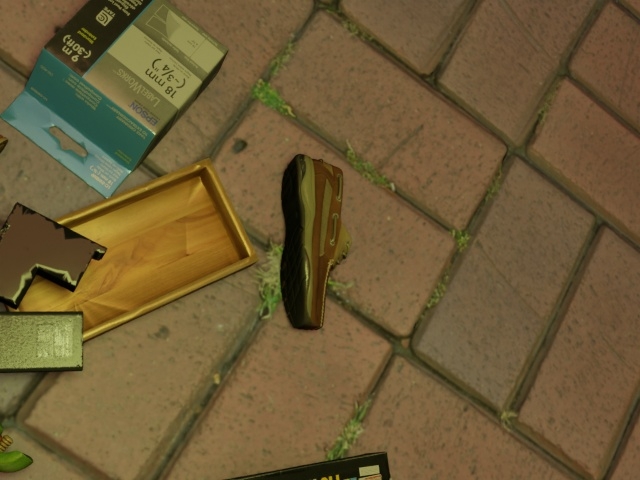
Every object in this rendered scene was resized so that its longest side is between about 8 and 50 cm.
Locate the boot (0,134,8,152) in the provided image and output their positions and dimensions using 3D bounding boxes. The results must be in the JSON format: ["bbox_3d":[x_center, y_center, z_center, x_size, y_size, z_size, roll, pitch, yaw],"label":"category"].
[{"bbox_3d":[-0.631,-0.166,1.450,0.197,0.073,0.152,-34,86,-26],"label":"boot"}]

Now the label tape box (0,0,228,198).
[{"bbox_3d":[-0.357,-0.278,1.557,0.240,0.106,0.334,38,67,-7],"label":"label tape box"}]

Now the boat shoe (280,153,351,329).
[{"bbox_3d":[0.000,0.000,1.613,0.120,0.122,0.324,6,76,-22],"label":"boat shoe"}]

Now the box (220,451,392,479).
[{"bbox_3d":[-0.011,0.501,1.467,0.322,0.079,0.257,-1,75,-36],"label":"box"}]

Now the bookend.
[{"bbox_3d":[-0.442,0.049,1.386,0.157,0.072,0.156,28,70,-13],"label":"bookend"}]

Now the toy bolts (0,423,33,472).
[{"bbox_3d":[-0.572,0.291,1.302,0.228,0.218,0.158,43,72,14],"label":"toy bolts"}]

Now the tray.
[{"bbox_3d":[-0.333,0.031,1.509,0.411,0.076,0.203,-25,87,-23],"label":"tray"}]

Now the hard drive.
[{"bbox_3d":[-0.441,0.158,1.386,0.135,0.022,0.094,2,77,-20],"label":"hard drive"}]
